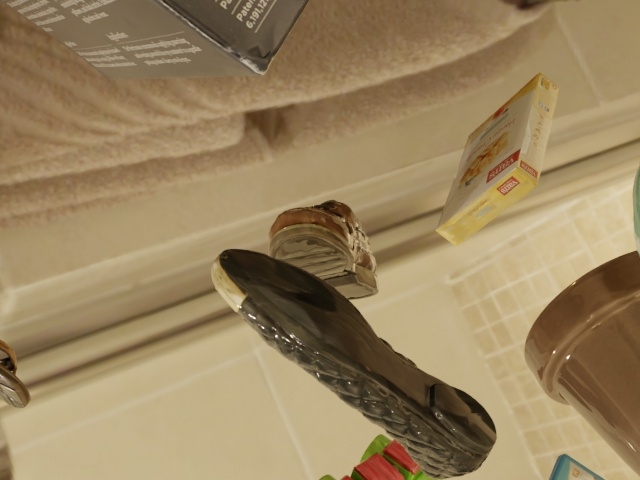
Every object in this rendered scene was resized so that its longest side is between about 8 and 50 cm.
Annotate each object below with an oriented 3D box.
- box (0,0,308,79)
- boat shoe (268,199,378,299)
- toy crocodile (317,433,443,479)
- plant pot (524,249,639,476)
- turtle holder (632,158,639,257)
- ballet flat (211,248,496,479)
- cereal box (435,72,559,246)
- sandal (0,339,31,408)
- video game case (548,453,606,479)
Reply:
[{"bbox_3d":[-0.173,-0.259,0.544,0.312,0.179,0.343,33,174,-28],"label":"box"},{"bbox_3d":[0.000,0.000,1.199,0.307,0.110,0.104,49,-146,-68],"label":"boat shoe"},{"bbox_3d":[0.083,0.348,1.261,0.115,0.340,0.105,35,129,27],"label":"toy crocodile"},{"bbox_3d":[0.412,0.176,1.071,0.263,0.263,0.229,104,152,-45],"label":"plant pot"},{"bbox_3d":[0.421,0.002,0.821,0.320,0.243,0.227,60,168,-8],"label":"turtle holder"},{"bbox_3d":[0.013,0.066,0.446,0.173,0.057,0.049,38,122,-6],"label":"ballet flat"},{"bbox_3d":[0.260,-0.119,1.288,0.047,0.240,0.173,37,134,-11],"label":"cereal box"},{"bbox_3d":[-0.505,0.181,1.359,0.219,0.060,0.090,23,141,41],"label":"sandal"},{"bbox_3d":[0.300,0.317,0.921,0.166,0.119,0.015,33,152,-1],"label":"video game case"}]
